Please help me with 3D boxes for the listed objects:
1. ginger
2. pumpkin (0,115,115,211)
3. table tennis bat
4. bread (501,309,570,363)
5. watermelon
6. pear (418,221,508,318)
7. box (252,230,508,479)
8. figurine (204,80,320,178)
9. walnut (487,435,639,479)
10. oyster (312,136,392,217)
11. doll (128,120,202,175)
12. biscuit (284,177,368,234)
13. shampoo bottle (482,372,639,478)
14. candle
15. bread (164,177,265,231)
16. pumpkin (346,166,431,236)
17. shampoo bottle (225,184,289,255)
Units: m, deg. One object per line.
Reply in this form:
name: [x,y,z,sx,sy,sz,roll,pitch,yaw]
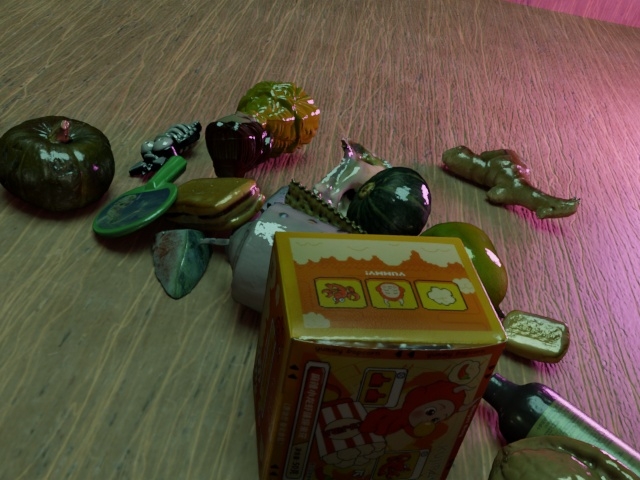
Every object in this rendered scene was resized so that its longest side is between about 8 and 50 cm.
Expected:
ginger: [0.424,-0.133,1.604,0.148,0.081,0.334,-20,45,-29]
pumpkin: [-0.485,-0.152,1.320,0.219,0.162,0.219,11,35,-8]
table tennis bat: [-0.317,-0.084,1.321,0.161,0.039,0.257,-6,32,26]
bread: [0.356,0.165,1.203,0.115,0.056,0.082,11,53,20]
watermelon: [-0.242,0.025,1.242,0.094,0.081,0.180,-19,33,2]
pear: [0.250,0.065,1.241,0.216,0.166,0.180,31,13,-28]
box: [0.056,0.162,0.933,0.260,0.283,0.213,2,36,-13]
figurine: [-0.135,-0.228,1.449,0.187,0.168,0.315,27,22,6]
walnut: [0.304,0.337,0.847,0.198,0.198,0.245,-23,51,-38]
oyster: [0.079,-0.070,1.411,0.275,0.100,0.271,46,45,12]
doll: [-0.317,-0.197,1.502,0.091,0.067,0.219,-5,31,24]
biscuit: [-0.001,0.000,1.258,0.203,0.144,0.016,36,30,27]
shampoo bottle: [0.330,0.274,1.011,0.101,0.101,0.284,-25,50,-39]
candle: [-0.058,0.039,1.151,0.330,0.187,0.187,23,38,13]
bread: [-0.203,-0.066,1.307,0.200,0.077,0.116,4,40,42]
pumpkin: [0.120,-0.051,1.256,0.125,0.167,0.167,52,37,-13]
shampoo bottle: [-0.103,-0.031,1.337,0.072,0.072,0.214,23,38,16]
